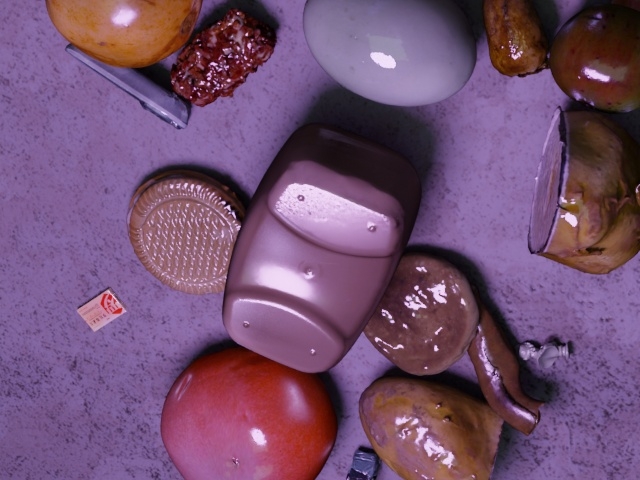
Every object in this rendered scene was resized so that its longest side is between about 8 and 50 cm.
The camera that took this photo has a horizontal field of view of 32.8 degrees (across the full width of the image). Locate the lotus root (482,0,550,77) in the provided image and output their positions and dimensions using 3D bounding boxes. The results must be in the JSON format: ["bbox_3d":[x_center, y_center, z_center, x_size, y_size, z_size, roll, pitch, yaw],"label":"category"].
[{"bbox_3d":[0.294,-0.345,1.690,0.094,0.108,0.190,-25,101,-20],"label":"lotus root"}]

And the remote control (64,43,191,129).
[{"bbox_3d":[-0.330,-0.274,1.884,0.247,0.104,0.052,34,89,-4],"label":"remote control"}]

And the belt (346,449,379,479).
[{"bbox_3d":[0.076,0.482,2.139,0.058,0.105,0.140,16,101,6],"label":"belt"}]

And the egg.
[{"bbox_3d":[0.107,-0.317,1.687,0.283,0.203,0.203,27,119,7],"label":"egg"}]

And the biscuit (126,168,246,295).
[{"bbox_3d":[-0.239,-0.013,1.996,0.259,0.079,0.259,6,116,12],"label":"biscuit"}]

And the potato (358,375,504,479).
[{"bbox_3d":[0.189,0.353,1.998,0.266,0.229,0.229,25,119,4],"label":"potato"}]

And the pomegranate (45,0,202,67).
[{"bbox_3d":[-0.317,-0.407,1.728,0.264,0.264,0.264,6,117,12],"label":"pomegranate"}]

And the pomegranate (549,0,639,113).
[{"bbox_3d":[0.446,-0.296,1.641,0.180,0.180,0.209,25,86,2],"label":"pomegranate"}]

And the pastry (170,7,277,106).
[{"bbox_3d":[-0.168,-0.304,1.831,0.208,0.097,0.115,-33,93,27],"label":"pastry"}]

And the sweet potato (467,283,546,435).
[{"bbox_3d":[0.320,0.212,1.941,0.112,0.085,0.285,-24,85,60],"label":"sweet potato"}]

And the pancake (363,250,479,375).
[{"bbox_3d":[0.168,0.135,1.938,0.242,0.050,0.241,10,109,30],"label":"pancake"}]

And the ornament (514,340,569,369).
[{"bbox_3d":[0.402,0.203,1.956,0.092,0.041,0.068,14,141,-5],"label":"ornament"}]

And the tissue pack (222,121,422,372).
[{"bbox_3d":[0.000,0.000,1.821,0.267,0.277,0.387,21,118,-4],"label":"tissue pack"}]

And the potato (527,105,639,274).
[{"bbox_3d":[0.437,-0.074,1.680,0.196,0.299,0.246,6,85,6],"label":"potato"}]

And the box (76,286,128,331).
[{"bbox_3d":[-0.433,0.138,2.158,0.093,0.015,0.058,-32,106,26],"label":"box"}]

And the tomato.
[{"bbox_3d":[-0.142,0.362,2.044,0.342,0.273,0.341,6,117,12],"label":"tomato"}]
